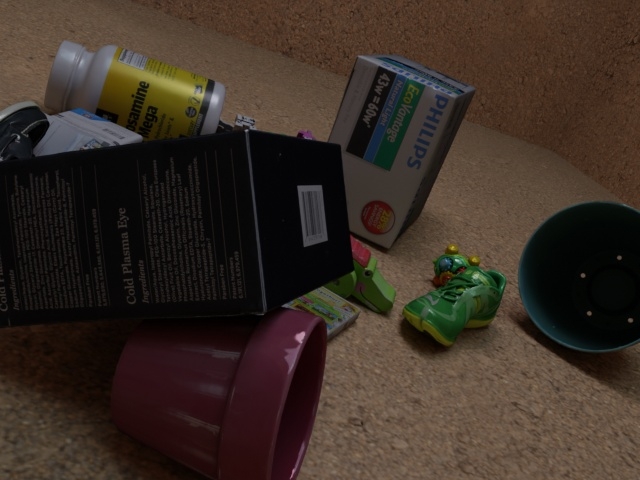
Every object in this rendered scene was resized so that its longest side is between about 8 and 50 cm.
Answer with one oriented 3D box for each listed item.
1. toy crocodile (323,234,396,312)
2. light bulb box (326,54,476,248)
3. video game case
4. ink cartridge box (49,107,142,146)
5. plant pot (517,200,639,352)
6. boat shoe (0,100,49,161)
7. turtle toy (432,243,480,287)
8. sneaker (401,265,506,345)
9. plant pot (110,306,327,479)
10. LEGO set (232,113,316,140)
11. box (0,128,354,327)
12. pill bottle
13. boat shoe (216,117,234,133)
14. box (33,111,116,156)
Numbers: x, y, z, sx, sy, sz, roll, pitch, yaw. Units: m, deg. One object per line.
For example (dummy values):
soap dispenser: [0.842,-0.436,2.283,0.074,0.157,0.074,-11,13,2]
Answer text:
toy crocodile: [0.000,0.000,1.308,0.341,0.105,0.115,40,22,1]
light bulb box: [0.164,-0.216,1.694,0.225,0.357,0.361,25,20,11]
video game case: [-0.072,0.089,1.176,0.227,0.026,0.206,29,22,18]
ink cartridge box: [-0.430,-0.166,1.341,0.140,0.082,0.190,25,22,5]
plant pot: [0.579,0.087,1.517,0.293,0.293,0.235,37,9,31]
boat shoe: [-0.452,-0.086,1.043,0.113,0.127,0.340,32,28,-8]
turtle toy: [0.281,0.074,1.504,0.130,0.095,0.066,29,43,17]
sneaker: [0.243,0.102,1.332,0.109,0.123,0.296,34,24,26]
plant pot: [-0.104,0.158,0.773,0.180,0.201,0.201,11,19,11]
LEGO set: [-0.123,-0.251,1.853,0.227,0.087,0.093,13,38,-24]
box: [-0.158,-0.019,0.881,0.313,0.178,0.343,-5,3,16]
pill bottle: [-0.379,-0.286,1.539,0.334,0.187,0.188,17,22,-14]
boat shoe: [-0.242,-0.277,1.868,0.125,0.038,0.046,38,-17,21]
box: [-0.412,-0.115,1.188,0.186,0.038,0.145,25,60,4]
